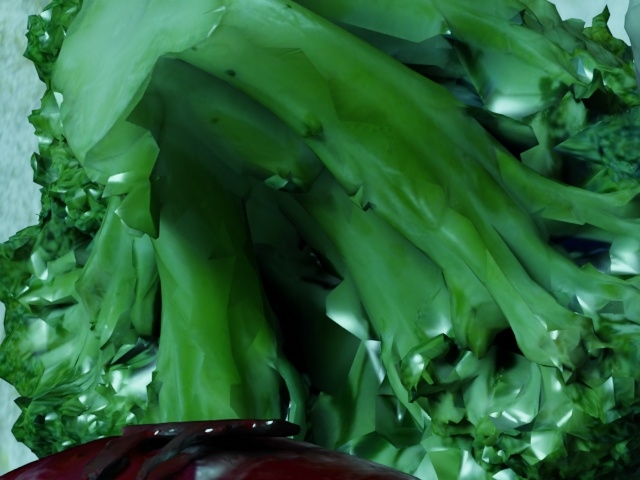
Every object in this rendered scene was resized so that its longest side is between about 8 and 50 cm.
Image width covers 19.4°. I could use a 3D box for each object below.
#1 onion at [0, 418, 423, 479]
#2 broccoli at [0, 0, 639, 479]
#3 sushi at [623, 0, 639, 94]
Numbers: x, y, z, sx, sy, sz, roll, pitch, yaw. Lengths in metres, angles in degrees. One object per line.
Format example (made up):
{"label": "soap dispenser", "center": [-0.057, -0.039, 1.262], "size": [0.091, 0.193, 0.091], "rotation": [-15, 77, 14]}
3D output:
{"label": "onion", "center": [-0.022, 0.197, 0.497], "size": [0.314, 0.232, 0.314], "rotation": [2, 95, 29]}
{"label": "broccoli", "center": [0.000, 0.000, 0.627], "size": [0.294, 0.245, 0.265], "rotation": [12, 63, 50]}
{"label": "sushi", "center": [0.202, -0.038, 0.335], "size": [0.285, 0.328, 0.328], "rotation": [-12, 49, 8]}
